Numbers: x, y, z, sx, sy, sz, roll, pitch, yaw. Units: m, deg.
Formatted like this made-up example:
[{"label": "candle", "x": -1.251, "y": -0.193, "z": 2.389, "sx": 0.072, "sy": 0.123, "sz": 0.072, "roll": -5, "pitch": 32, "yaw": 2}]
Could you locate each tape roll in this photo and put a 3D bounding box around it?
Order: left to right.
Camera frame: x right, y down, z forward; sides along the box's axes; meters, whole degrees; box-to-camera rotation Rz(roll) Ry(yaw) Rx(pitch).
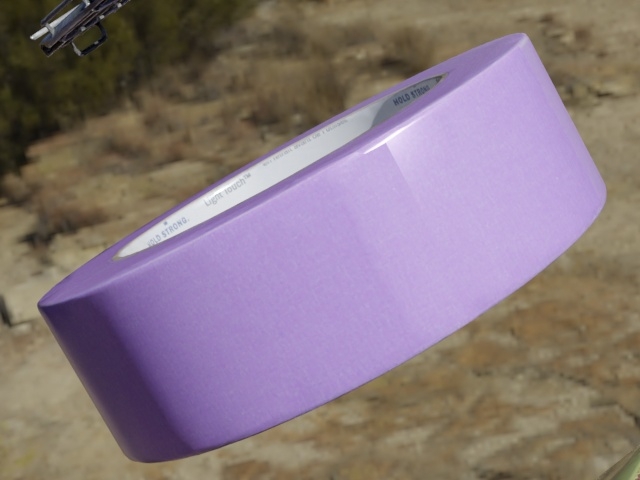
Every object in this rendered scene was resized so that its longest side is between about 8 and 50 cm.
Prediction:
[{"label": "tape roll", "x": 0.000, "y": 0.000, "z": 0.697, "sx": 0.275, "sy": 0.090, "sz": 0.275, "roll": -29, "pitch": 7, "yaw": 4}]

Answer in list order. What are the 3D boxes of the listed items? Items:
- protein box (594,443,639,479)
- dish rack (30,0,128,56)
[{"label": "protein box", "x": 0.074, "y": 0.210, "z": 0.481, "sx": 0.201, "sy": 0.136, "sz": 0.200, "roll": -49, "pitch": -6, "yaw": 36}, {"label": "dish rack", "x": -0.037, "y": -0.197, "z": 0.695, "sx": 0.208, "sy": 0.074, "sz": 0.271, "roll": -28, "pitch": 14, "yaw": 47}]
